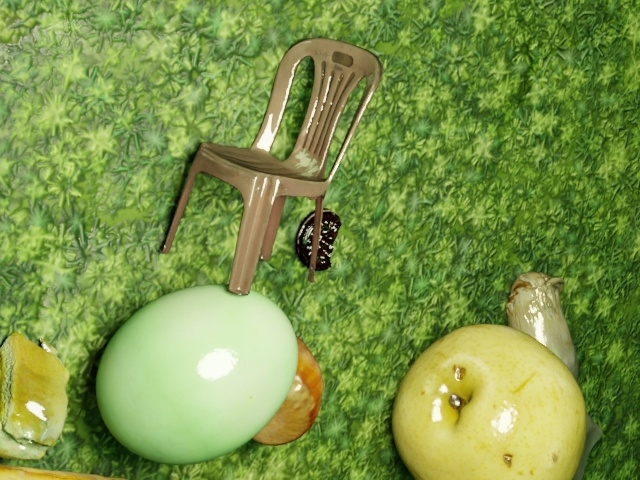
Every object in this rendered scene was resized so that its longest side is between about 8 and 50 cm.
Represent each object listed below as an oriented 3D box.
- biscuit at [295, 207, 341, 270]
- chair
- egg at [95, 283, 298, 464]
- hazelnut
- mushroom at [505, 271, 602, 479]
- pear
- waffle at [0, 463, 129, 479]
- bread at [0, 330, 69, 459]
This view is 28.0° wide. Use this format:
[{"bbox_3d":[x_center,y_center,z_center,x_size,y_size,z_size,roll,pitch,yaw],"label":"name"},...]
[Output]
[{"bbox_3d":[0.000,0.000,1.862,0.087,0.027,0.089,-49,129,-14],"label":"biscuit"},{"bbox_3d":[-0.059,-0.109,1.679,0.183,0.175,0.326,1,108,-48],"label":"chair"},{"bbox_3d":[-0.157,0.171,1.655,0.269,0.220,0.220,-23,121,-7],"label":"egg"},{"bbox_3d":[-0.064,0.207,1.825,0.150,0.150,0.150,-14,114,-35],"label":"hazelnut"},{"bbox_3d":[0.391,0.240,2.206,0.177,0.126,0.397,-47,131,-40],"label":"mushroom"},{"bbox_3d":[0.271,0.286,2.010,0.309,0.309,0.309,-14,114,-35],"label":"pear"},{"bbox_3d":[-0.387,0.408,1.627,0.376,0.114,0.261,21,92,-42],"label":"waffle"},{"bbox_3d":[-0.363,0.203,1.583,0.103,0.110,0.156,21,91,-36],"label":"bread"}]
